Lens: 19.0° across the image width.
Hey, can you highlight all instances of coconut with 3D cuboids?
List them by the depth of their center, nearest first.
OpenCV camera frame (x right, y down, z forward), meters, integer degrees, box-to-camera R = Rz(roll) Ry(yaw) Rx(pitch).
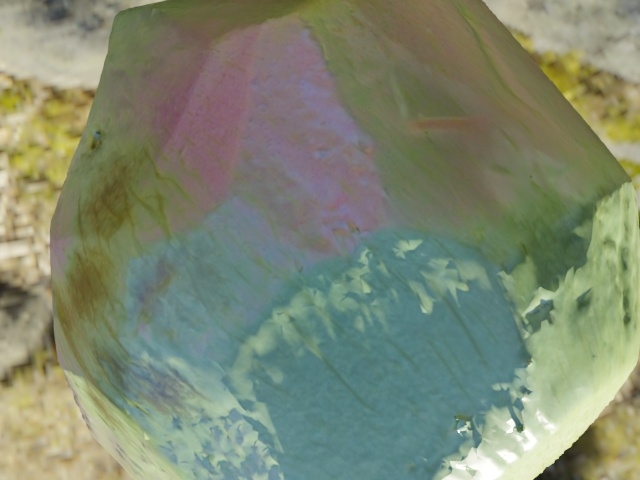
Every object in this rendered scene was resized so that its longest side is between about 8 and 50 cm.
[{"bbox_3d":[0.000,0.000,0.706,0.205,0.236,0.236,-36,142,-28],"label":"coconut"}]
